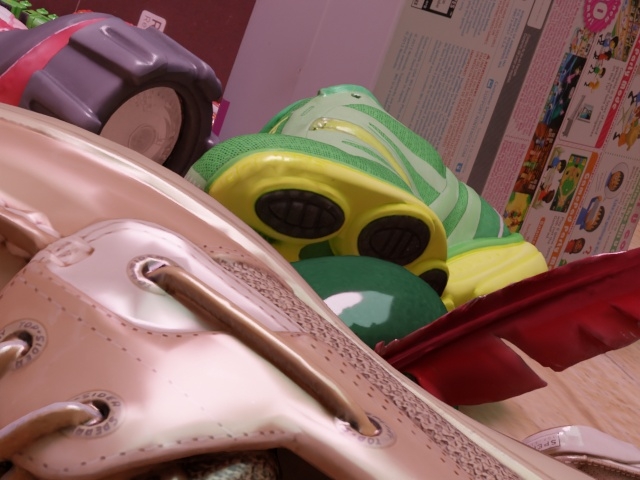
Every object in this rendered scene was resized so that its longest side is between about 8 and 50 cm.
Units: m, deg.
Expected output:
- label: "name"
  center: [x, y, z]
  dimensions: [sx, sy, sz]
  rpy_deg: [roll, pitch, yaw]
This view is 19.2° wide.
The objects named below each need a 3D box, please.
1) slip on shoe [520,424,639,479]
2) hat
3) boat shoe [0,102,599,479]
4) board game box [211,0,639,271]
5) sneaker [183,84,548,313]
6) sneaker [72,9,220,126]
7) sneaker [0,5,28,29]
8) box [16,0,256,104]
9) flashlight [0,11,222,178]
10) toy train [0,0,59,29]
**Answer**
- label: "slip on shoe"
  center: [0.129, 0.107, 0.744]
  dimensions: [0.135, 0.051, 0.041]
  rpy_deg: [23, 48, -42]
- label: "hat"
  center: [0.009, 0.012, 0.577]
  dimensions: [0.208, 0.183, 0.173]
  rpy_deg: [16, 12, -29]
- label: "boat shoe"
  center: [-0.041, 0.057, 0.435]
  dimensions: [0.341, 0.121, 0.110]
  rpy_deg: [26, 11, 11]
- label: "board game box"
  center: [0.084, -0.074, 1.035]
  dimensions: [0.097, 0.224, 0.303]
  rpy_deg: [28, 12, 37]
- label: "sneaker"
  center: [0.000, 0.000, 0.782]
  dimensions: [0.123, 0.109, 0.295]
  rpy_deg: [47, 10, 18]
- label: "sneaker"
  center: [-0.095, -0.066, 1.083]
  dimensions: [0.175, 0.067, 0.064]
  rpy_deg: [34, -1, -37]
- label: "sneaker"
  center: [-0.177, -0.099, 1.111]
  dimensions: [0.070, 0.051, 0.134]
  rpy_deg: [38, -2, -13]
- label: "box"
  center: [-0.056, -0.200, 1.447]
  dimensions: [0.381, 0.191, 0.143]
  rpy_deg: [25, 12, 20]
- label: "flashlight"
  center: [-0.183, -0.113, 0.981]
  dimensions: [0.103, 0.103, 0.304]
  rpy_deg: [-30, 49, -32]
- label: "toy train"
  center: [-0.211, -0.163, 1.415]
  dimensions: [0.083, 0.017, 0.024]
  rpy_deg: [28, 22, 26]
